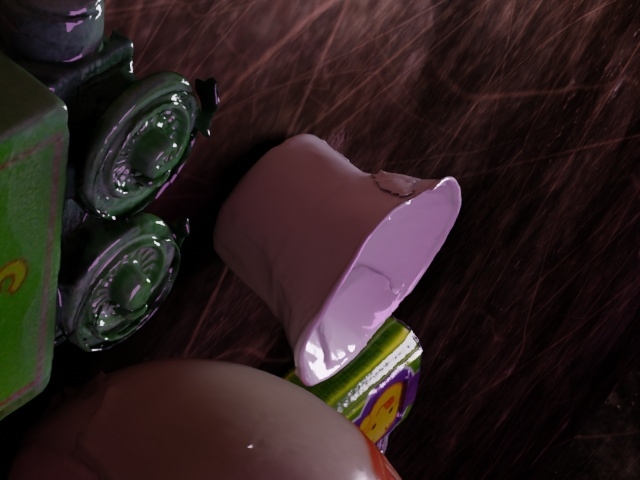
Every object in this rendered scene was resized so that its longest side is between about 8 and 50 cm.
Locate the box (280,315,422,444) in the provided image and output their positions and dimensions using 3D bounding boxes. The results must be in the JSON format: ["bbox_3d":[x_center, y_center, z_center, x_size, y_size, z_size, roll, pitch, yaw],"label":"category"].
[{"bbox_3d":[-0.042,0.201,1.579,0.345,0.097,0.134,-38,149,-40],"label":"box"}]

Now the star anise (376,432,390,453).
[{"bbox_3d":[0.035,0.274,1.938,0.204,0.061,0.180,79,28,-66],"label":"star anise"}]

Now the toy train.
[{"bbox_3d":[-0.163,-0.015,0.809,0.188,0.132,0.243,-35,153,-35],"label":"toy train"}]

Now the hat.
[{"bbox_3d":[0.000,0.000,1.247,0.203,0.126,0.203,-47,162,-21],"label":"hat"}]

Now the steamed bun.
[{"bbox_3d":[-0.049,0.249,1.176,0.241,0.374,0.374,-23,149,-31],"label":"steamed bun"}]
